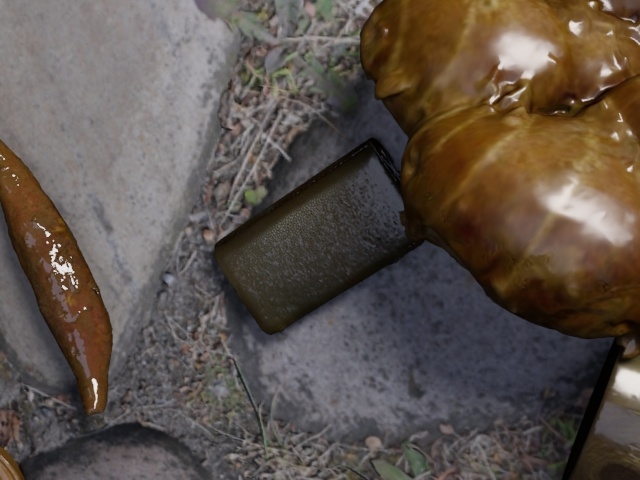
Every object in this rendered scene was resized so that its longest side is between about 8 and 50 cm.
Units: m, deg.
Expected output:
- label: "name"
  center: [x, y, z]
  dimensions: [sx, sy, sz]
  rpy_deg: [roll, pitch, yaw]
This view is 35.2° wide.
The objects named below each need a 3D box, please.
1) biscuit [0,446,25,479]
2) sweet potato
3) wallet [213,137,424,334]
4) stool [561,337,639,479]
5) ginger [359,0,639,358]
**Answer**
- label: "biscuit"
  center: [-0.407, 0.281, 1.163]
  dimensions: [0.118, 0.023, 0.140]
  rpy_deg: [48, 113, 4]
- label: "sweet potato"
  center: [-0.271, 0.025, 1.036]
  dimensions: [0.072, 0.066, 0.314]
  rpy_deg: [-21, 91, 16]
- label: "wallet"
  center: [0.000, 0.000, 0.949]
  dimensions: [0.198, 0.031, 0.110]
  rpy_deg: [-33, 90, 23]
- label: "stool"
  center: [0.341, 0.172, 0.784]
  dimensions: [0.264, 0.179, 0.179]
  rpy_deg: [22, 108, 15]
- label: "ginger"
  center: [0.188, -0.074, 0.765]
  dimensions: [0.274, 0.152, 0.357]
  rpy_deg: [-15, 64, 3]
